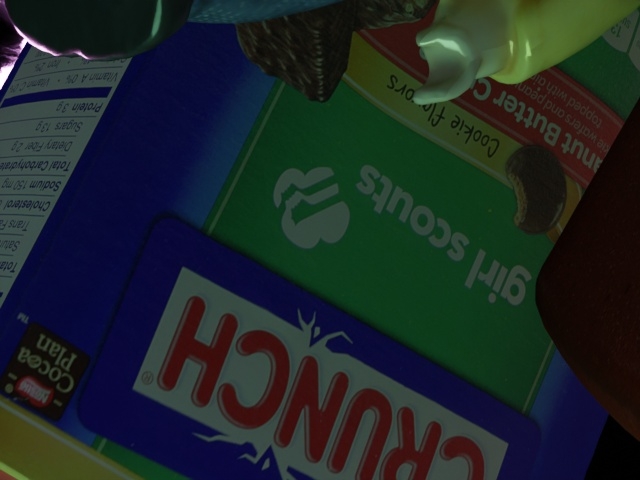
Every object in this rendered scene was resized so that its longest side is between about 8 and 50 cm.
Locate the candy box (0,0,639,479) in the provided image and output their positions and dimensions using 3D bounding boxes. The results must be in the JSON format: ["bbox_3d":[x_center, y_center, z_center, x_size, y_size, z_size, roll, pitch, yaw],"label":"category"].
[{"bbox_3d":[0.000,0.000,0.770,0.268,0.317,0.122,36,160,-29],"label":"candy box"}]

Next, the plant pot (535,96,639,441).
[{"bbox_3d":[0.225,0.003,0.610,0.267,0.267,0.236,33,174,-22],"label":"plant pot"}]

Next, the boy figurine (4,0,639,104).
[{"bbox_3d":[0.046,-0.134,0.533,0.092,0.285,0.177,3,108,54],"label":"boy figurine"}]
